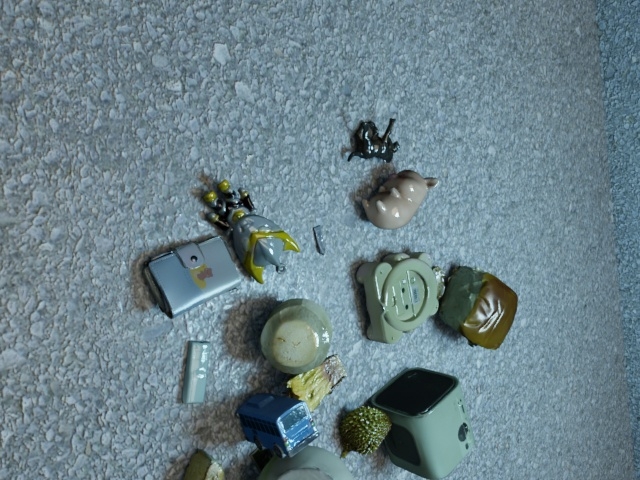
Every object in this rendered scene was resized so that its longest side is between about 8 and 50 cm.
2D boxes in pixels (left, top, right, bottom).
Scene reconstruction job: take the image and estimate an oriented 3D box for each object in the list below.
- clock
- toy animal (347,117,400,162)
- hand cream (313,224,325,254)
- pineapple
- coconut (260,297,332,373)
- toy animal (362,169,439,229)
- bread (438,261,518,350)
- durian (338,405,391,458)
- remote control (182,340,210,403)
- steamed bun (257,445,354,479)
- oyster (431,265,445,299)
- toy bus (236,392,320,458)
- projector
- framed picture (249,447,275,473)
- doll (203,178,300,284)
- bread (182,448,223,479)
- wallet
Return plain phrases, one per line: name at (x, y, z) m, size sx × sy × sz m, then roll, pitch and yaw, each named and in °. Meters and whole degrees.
clock at (0.275, 0.182, 1.906) m, size 0.309 × 0.114 × 0.284 m, roll -19°, pitch 101°, yaw -39°
toy animal at (0.182, -0.320, 1.836) m, size 0.232 × 0.084 × 0.148 m, roll -19°, pitch 104°, yaw -41°
hand cream at (0.000, 0.000, 1.736) m, size 0.030 × 0.019 × 0.093 m, roll -18°, pitch 100°, yaw -39°
pineapple at (-0.014, 0.402, 1.621) m, size 0.114 × 0.186 × 0.236 m, roll 60°, pitch 23°, yaw -4°
coconut at (-0.066, 0.266, 1.580) m, size 0.202 × 0.222 × 0.202 m, roll 0°, pitch 93°, yaw 2°
toy animal at (0.260, -0.135, 1.854) m, size 0.250 × 0.166 × 0.154 m, roll -42°, pitch 125°, yaw -23°
bread at (0.596, 0.256, 2.089) m, size 0.250 × 0.225 × 0.279 m, roll 34°, pitch 74°, yaw -33°
durian at (0.123, 0.622, 1.780) m, size 0.146 × 0.102 × 0.208 m, roll 38°, pitch 104°, yaw 1°
remote control at (-0.325, 0.348, 1.473) m, size 0.061 × 0.029 × 0.162 m, roll 10°, pitch 84°, yaw -40°
steamed bun at (-0.042, 0.726, 1.576) m, size 0.309 × 0.309 × 0.309 m, roll -1°, pitch 91°, yaw -39°
oyster at (0.428, 0.163, 2.078) m, size 0.086 × 0.029 × 0.132 m, roll 24°, pitch 79°, yaw -30°
toy bus at (-0.123, 0.492, 1.514) m, size 0.116 × 0.234 × 0.133 m, roll -27°, pitch 100°, yaw -36°
projector at (0.347, 0.607, 1.878) m, size 0.248 × 0.248 × 0.249 m, roll -29°, pitch 108°, yaw -35°
framed picture at (-0.164, 0.635, 1.622) m, size 0.066 × 0.006 × 0.089 m, roll -36°, pitch 112°, yaw -32°
doll at (-0.188, -0.027, 1.532) m, size 0.316 × 0.103 × 0.145 m, roll 52°, pitch 58°, yaw -19°
bread at (-0.302, 0.622, 1.448) m, size 0.082 × 0.106 × 0.125 m, roll 36°, pitch 72°, yaw -33°
wallet at (-0.328, 0.088, 1.441) m, size 0.231 × 0.069 × 0.170 m, roll -24°, pitch 88°, yaw -41°
